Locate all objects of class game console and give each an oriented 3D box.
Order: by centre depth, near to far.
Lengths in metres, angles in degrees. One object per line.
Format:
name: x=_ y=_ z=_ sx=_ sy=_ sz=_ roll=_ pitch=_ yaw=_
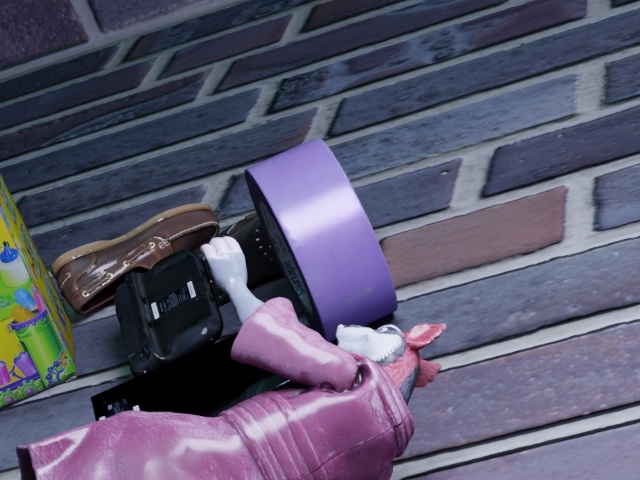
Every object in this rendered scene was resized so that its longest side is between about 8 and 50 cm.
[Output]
game console: x=-0.128 y=0.103 z=1.967 sx=0.213 sy=0.044 sz=0.361 roll=-23 pitch=28 yaw=-1

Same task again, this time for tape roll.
tape roll: x=0.000 y=0.000 z=1.938 sx=0.080 sy=0.189 sz=0.189 roll=-25 pitch=20 yaw=-7

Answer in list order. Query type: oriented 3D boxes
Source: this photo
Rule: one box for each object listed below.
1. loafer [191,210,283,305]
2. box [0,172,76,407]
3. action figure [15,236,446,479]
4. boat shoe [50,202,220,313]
loafer: x=-0.069 y=0.000 z=2.170 sx=0.220 sy=0.080 sz=0.078 roll=-24 pitch=20 yaw=-4
box: x=-0.452 y=0.056 z=2.143 sx=0.290 sy=0.279 sz=0.177 roll=-22 pitch=20 yaw=-2
action figure: x=-0.046 y=0.161 z=1.488 sx=0.370 sy=0.248 sz=0.275 roll=-31 pitch=22 yaw=-16
boat shoe: x=-0.203 y=0.025 z=2.281 sx=0.207 sy=0.073 sz=0.073 roll=-25 pitch=57 yaw=-17
